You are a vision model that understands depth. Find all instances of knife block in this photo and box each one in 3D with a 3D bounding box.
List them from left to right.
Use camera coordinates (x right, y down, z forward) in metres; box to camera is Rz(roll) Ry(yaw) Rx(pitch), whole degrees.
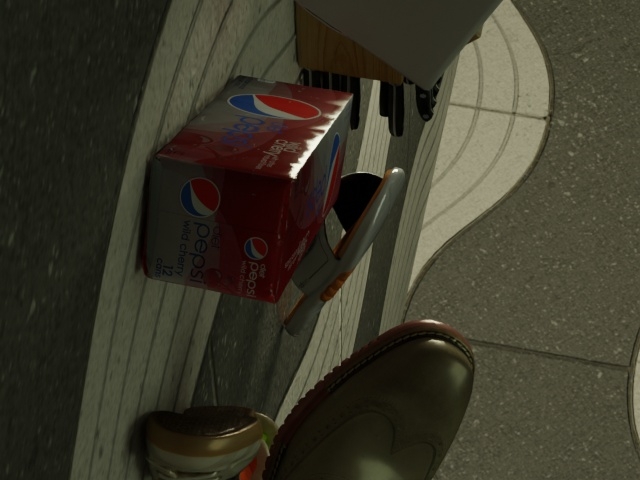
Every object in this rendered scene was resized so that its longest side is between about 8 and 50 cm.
[{"bbox_3d":[0.017,-0.203,1.704,0.276,0.242,0.088,35,52,-31],"label":"knife block"}]

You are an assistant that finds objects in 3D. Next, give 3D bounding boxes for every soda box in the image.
[{"bbox_3d":[-0.043,-0.041,1.318,0.263,0.092,0.083,-59,159,-71],"label":"soda box"}]

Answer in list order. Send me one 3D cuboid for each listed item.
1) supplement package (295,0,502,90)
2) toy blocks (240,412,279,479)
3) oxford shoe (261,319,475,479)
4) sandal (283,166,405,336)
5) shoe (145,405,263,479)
[{"bbox_3d":[0.093,-0.281,1.288,0.293,0.177,0.175,-49,-168,33],"label":"supplement package"},{"bbox_3d":[-0.073,0.214,1.578,0.148,0.054,0.123,-52,152,-75],"label":"toy blocks"},{"bbox_3d":[0.010,0.218,1.392,0.348,0.123,0.130,-57,-154,8],"label":"oxford shoe"},{"bbox_3d":[-0.005,0.008,1.820,0.102,0.076,0.265,-58,-178,-35],"label":"sandal"},{"bbox_3d":[-0.077,0.148,1.369,0.219,0.076,0.058,23,72,-85],"label":"shoe"}]
